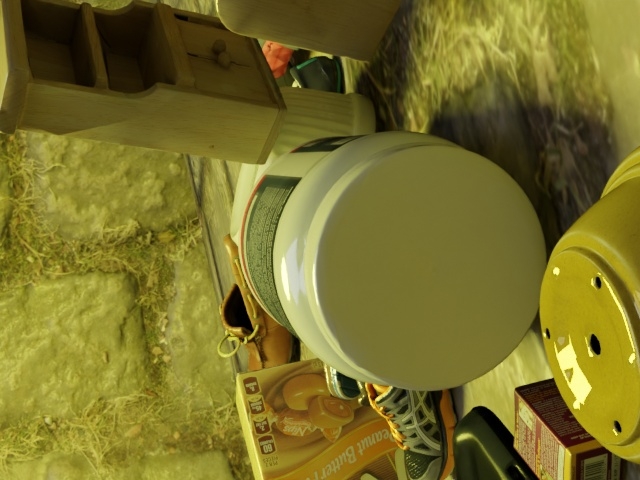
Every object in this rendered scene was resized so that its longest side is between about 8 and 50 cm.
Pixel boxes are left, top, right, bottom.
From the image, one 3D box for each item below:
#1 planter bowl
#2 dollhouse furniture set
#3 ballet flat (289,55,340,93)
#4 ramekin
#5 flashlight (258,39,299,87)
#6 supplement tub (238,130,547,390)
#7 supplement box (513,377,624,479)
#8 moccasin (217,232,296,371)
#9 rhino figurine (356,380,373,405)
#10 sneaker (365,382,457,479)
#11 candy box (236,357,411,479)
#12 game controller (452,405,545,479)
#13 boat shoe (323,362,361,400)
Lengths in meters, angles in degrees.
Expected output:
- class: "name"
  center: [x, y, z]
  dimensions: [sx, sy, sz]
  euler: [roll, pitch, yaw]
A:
- class: "planter bowl"
  center: [0.172, 0.044, 0.481]
  dimensions: [0.217, 0.090, 0.217]
  euler: [169, 90, -77]
- class: "dollhouse furniture set"
  center: [-0.115, -0.280, 0.819]
  dimensions: [0.394, 0.256, 0.362]
  euler: [-63, 34, 35]
- class: "ballet flat"
  center: [-0.008, -0.124, 1.170]
  dimensions: [0.074, 0.074, 0.203]
  euler: [-123, 25, -59]
- class: "ramekin"
  center: [-0.025, -0.069, 1.038]
  dimensions: [0.207, 0.109, 0.207]
  euler: [-166, 90, -78]
- class: "flashlight"
  center: [-0.050, -0.235, 1.221]
  dimensions: [0.304, 0.103, 0.103]
  euler: [140, 120, -70]
- class: "supplement tub"
  center: [0.045, 0.009, 0.774]
  dimensions: [0.272, 0.191, 0.191]
  euler: [-159, 59, -76]
- class: "supplement box"
  center: [0.171, 0.141, 0.669]
  dimensions: [0.083, 0.043, 0.055]
  euler: [-125, 26, -60]
- class: "moccasin"
  center: [-0.119, 0.126, 1.689]
  dimensions: [0.380, 0.146, 0.139]
  euler: [94, 160, -50]
- class: "rhino figurine"
  center: [0.062, 0.065, 1.019]
  dimensions: [0.243, 0.073, 0.106]
  euler: [96, 160, -47]
- class: "sneaker"
  center: [0.087, 0.157, 0.966]
  dimensions: [0.084, 0.083, 0.215]
  euler: [-132, 32, -64]
- class: "candy box"
  center: [0.024, 0.293, 1.126]
  dimensions: [0.088, 0.182, 0.317]
  euler: [98, 158, -57]
- class: "game controller"
  center: [0.177, 0.255, 0.690]
  dimensions: [0.319, 0.067, 0.167]
  euler: [-126, 29, -61]
- class: "boat shoe"
  center: [0.022, 0.107, 1.157]
  dimensions: [0.066, 0.066, 0.183]
  euler: [-23, 53, 41]
